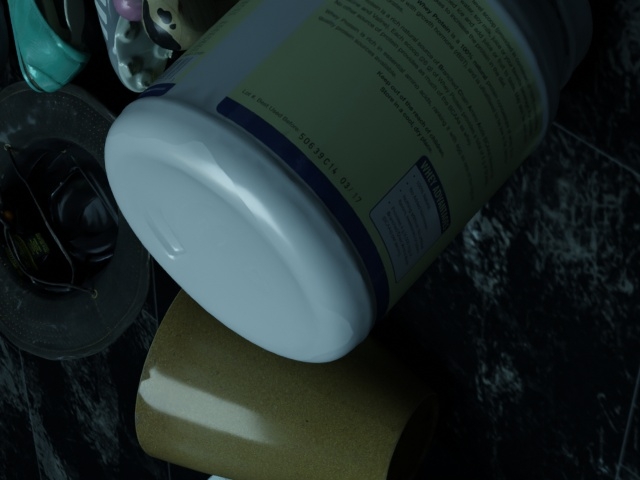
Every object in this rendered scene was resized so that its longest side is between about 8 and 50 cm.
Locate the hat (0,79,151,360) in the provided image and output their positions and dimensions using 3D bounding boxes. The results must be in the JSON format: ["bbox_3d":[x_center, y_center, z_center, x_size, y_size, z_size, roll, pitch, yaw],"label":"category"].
[{"bbox_3d":[-0.262,-0.030,1.930,0.331,0.134,0.331,11,107,37],"label":"hat"}]

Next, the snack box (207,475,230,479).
[{"bbox_3d":[-0.088,0.382,2.191,0.187,0.060,0.322,52,149,6],"label":"snack box"}]

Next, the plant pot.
[{"bbox_3d":[-0.017,0.158,1.745,0.254,0.237,0.237,21,138,22],"label":"plant pot"}]

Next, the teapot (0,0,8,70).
[{"bbox_3d":[-0.441,-0.245,1.949,0.252,0.187,0.256,50,143,13],"label":"teapot"}]

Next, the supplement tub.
[{"bbox_3d":[0.027,-0.097,1.268,0.235,0.325,0.235,35,155,19],"label":"supplement tub"}]

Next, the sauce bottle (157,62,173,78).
[{"bbox_3d":[-0.140,-0.159,1.754,0.128,0.042,0.042,23,137,44],"label":"sauce bottle"}]

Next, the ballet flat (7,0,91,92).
[{"bbox_3d":[-0.298,-0.277,1.817,0.087,0.083,0.247,-26,76,17],"label":"ballet flat"}]

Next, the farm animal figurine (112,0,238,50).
[{"bbox_3d":[-0.210,-0.333,1.508,0.330,0.172,0.327,33,131,25],"label":"farm animal figurine"}]

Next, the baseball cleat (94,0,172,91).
[{"bbox_3d":[-0.203,-0.255,1.728,0.109,0.072,0.206,25,125,50],"label":"baseball cleat"}]
